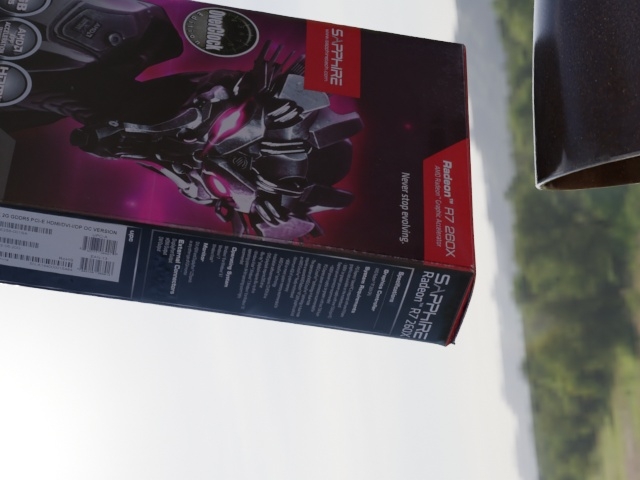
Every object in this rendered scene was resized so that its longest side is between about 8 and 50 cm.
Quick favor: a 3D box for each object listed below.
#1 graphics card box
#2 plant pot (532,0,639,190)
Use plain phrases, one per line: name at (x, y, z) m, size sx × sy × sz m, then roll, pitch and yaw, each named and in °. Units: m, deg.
graphics card box at (-0.077, -0.063, 1.082) m, size 0.094 × 0.371 × 0.233 m, roll 105°, pitch 172°, yaw -49°
plant pot at (0.208, -0.160, 0.850) m, size 0.215 × 0.215 × 0.230 m, roll 19°, pitch -118°, yaw -82°
